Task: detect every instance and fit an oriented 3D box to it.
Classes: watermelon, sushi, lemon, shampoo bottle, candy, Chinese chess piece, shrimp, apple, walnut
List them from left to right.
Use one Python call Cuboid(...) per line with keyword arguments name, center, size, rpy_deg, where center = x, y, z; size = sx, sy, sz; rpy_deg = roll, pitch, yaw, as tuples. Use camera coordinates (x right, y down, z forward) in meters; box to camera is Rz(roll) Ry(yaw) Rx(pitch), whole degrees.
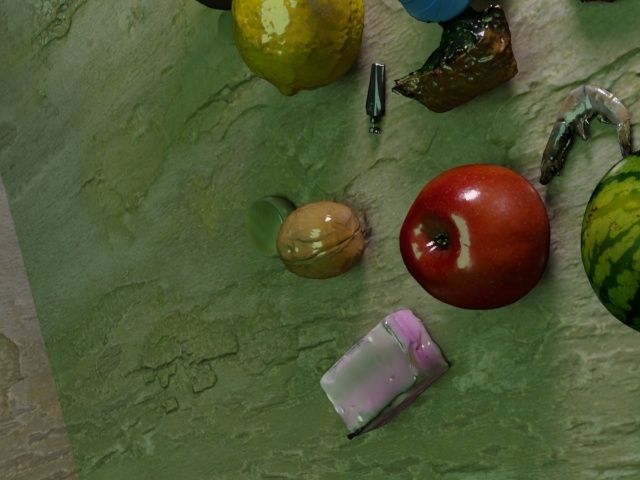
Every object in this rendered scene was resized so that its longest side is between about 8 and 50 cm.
Cuboid(name="Chinese chess piece", center=(-0.200, -0.494, 2.142), size=(0.084, 0.034, 0.084), rpy_deg=(11, 106, 42))
Cuboid(name="Chinese chess piece", center=(-0.107, -0.031, 2.123), size=(0.144, 0.058, 0.144), rpy_deg=(14, 110, 43))
Cuboid(name="lemon", center=(-0.045, -0.447, 1.830), size=(0.268, 0.268, 0.322), rpy_deg=(19, 113, 43))
Cuboid(name="walnut", center=(0.000, 0.000, 1.945), size=(0.197, 0.165, 0.165), rpy_deg=(-17, 86, 55))
Cuboid(name="shampoo bottle", center=(0.111, -0.285, 1.863), size=(0.048, 0.027, 0.137), rpy_deg=(20, 113, 45))
Cuboid(name="candy", center=(0.124, 0.274, 1.899), size=(0.156, 0.115, 0.265), rpy_deg=(58, 133, 22))
Cuboid(name="sushi", center=(0.251, -0.324, 1.630), size=(0.140, 0.149, 0.287), rpy_deg=(46, 155, -14))
Cuboid(name="apple", center=(0.265, -0.006, 1.626), size=(0.260, 0.216, 0.261), rpy_deg=(9, 103, 48))
Cuboid(name="shrimp", center=(0.443, -0.154, 1.543), size=(0.148, 0.035, 0.195), rpy_deg=(37, 122, 33))
Cuboid(name="watermelon", center=(0.512, -0.002, 1.317), size=(0.285, 0.285, 0.285), rpy_deg=(12, 106, 45))

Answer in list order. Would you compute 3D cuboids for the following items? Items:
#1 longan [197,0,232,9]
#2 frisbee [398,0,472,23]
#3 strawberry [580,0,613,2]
Cuboid(name="longan", center=(-0.202, -0.614, 1.991), size=(0.248, 0.248, 0.248), rpy_deg=(12, 106, 45))
Cuboid(name="frisbee", center=(0.185, -0.486, 1.551), size=(0.242, 0.045, 0.242), rpy_deg=(16, 110, 49))
Cuboid(name="strawberry", center=(0.448, -0.437, 1.455), size=(0.187, 0.082, 0.147), rpy_deg=(27, 124, 35))
